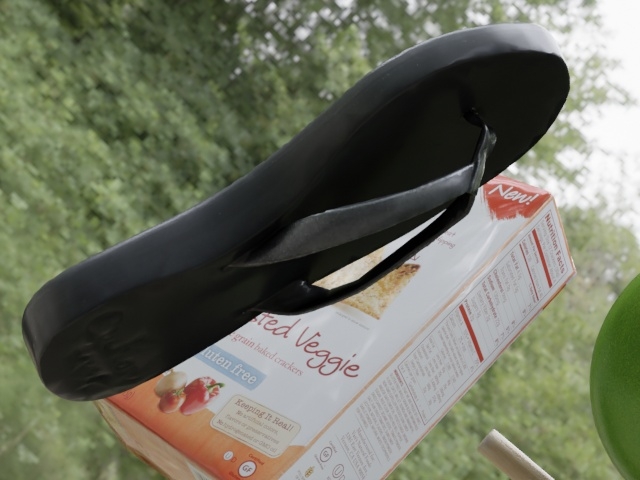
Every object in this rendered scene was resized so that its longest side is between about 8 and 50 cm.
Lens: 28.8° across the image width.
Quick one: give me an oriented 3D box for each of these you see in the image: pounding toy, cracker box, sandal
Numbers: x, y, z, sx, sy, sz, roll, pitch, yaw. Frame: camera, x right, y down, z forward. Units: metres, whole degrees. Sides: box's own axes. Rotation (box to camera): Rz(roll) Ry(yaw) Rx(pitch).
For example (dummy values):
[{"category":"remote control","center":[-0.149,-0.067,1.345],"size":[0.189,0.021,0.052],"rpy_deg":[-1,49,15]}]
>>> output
[{"category":"pounding toy","center":[0.232,0.108,0.704],"size":[0.183,0.237,0.110],"rpy_deg":[46,5,-1]},{"category":"cracker box","center":[0.005,0.045,0.681],"size":[0.156,0.232,0.067],"rpy_deg":[23,-32,44]},{"category":"sandal","center":[0.000,0.001,0.524],"size":[0.054,0.254,0.097],"rpy_deg":[57,0,32]}]
